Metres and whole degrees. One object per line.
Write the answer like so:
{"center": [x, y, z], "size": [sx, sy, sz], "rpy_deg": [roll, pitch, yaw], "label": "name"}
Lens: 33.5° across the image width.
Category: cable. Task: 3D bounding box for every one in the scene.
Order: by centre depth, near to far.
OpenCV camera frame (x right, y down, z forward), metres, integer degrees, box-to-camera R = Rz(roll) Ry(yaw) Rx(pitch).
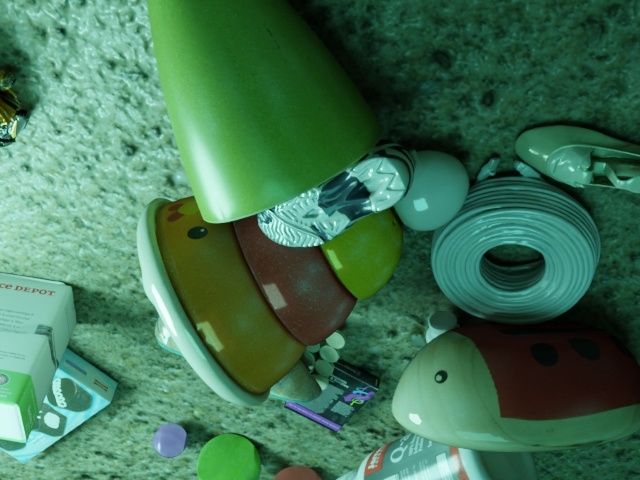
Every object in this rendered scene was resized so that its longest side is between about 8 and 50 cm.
{"center": [0.298, 0.020, 1.629], "size": [0.257, 0.089, 0.257], "rpy_deg": [29, 130, -14], "label": "cable"}

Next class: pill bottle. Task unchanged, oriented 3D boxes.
{"center": [0.212, 0.176, 1.802], "size": [0.065, 0.065, 0.116], "rpy_deg": [-2, 130, 14], "label": "pill bottle"}
{"center": [0.196, 0.455, 1.953], "size": [0.363, 0.210, 0.210], "rpy_deg": [-33, 118, 33], "label": "pill bottle"}

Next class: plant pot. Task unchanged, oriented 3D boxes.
{"center": [-0.100, -0.218, 1.416], "size": [0.274, 0.275, 0.293], "rpy_deg": [-18, 108, 25], "label": "plant pot"}

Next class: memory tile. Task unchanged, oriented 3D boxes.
{"center": [-0.020, 0.192, 1.878], "size": [0.113, 0.012, 0.148], "rpy_deg": [27, 129, 8], "label": "memory tile"}

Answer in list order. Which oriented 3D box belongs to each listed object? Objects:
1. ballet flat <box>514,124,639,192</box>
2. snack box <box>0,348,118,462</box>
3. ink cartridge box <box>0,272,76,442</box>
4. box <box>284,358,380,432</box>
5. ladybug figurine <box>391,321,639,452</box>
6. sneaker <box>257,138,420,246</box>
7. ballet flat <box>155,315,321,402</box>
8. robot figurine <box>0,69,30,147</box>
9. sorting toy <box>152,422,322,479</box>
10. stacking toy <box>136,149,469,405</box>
{"center": [0.399, -0.106, 1.503], "size": [0.248, 0.086, 0.086], "rpy_deg": [8, 132, 5], "label": "ballet flat"}
{"center": [-0.566, 0.313, 2.091], "size": [0.187, 0.060, 0.322], "rpy_deg": [39, 128, -21], "label": "snack box"}
{"center": [-0.561, 0.194, 1.844], "size": [0.198, 0.273, 0.115], "rpy_deg": [9, 134, 5], "label": "ink cartridge box"}
{"center": [0.021, 0.282, 1.960], "size": [0.116, 0.029, 0.162], "rpy_deg": [29, 132, -12], "label": "box"}
{"center": [0.327, 0.219, 1.674], "size": [0.449, 0.305, 0.162], "rpy_deg": [-1, 99, -26], "label": "ladybug figurine"}
{"center": [0.035, -0.072, 1.458], "size": [0.235, 0.153, 0.094], "rpy_deg": [-29, 95, 30], "label": "sneaker"}
{"center": [-0.136, 0.185, 1.848], "size": [0.316, 0.107, 0.106], "rpy_deg": [20, 116, 1], "label": "ballet flat"}
{"center": [-0.591, -0.202, 1.627], "size": [0.291, 0.085, 0.211], "rpy_deg": [-13, 128, 22], "label": "robot figurine"}
{"center": [-0.170, 0.467, 2.138], "size": [0.365, 0.127, 0.126], "rpy_deg": [25, 161, -7], "label": "sorting toy"}
{"center": [0.000, 0.000, 1.595], "size": [0.480, 0.350, 0.350], "rpy_deg": [-28, 122, 9], "label": "stacking toy"}
